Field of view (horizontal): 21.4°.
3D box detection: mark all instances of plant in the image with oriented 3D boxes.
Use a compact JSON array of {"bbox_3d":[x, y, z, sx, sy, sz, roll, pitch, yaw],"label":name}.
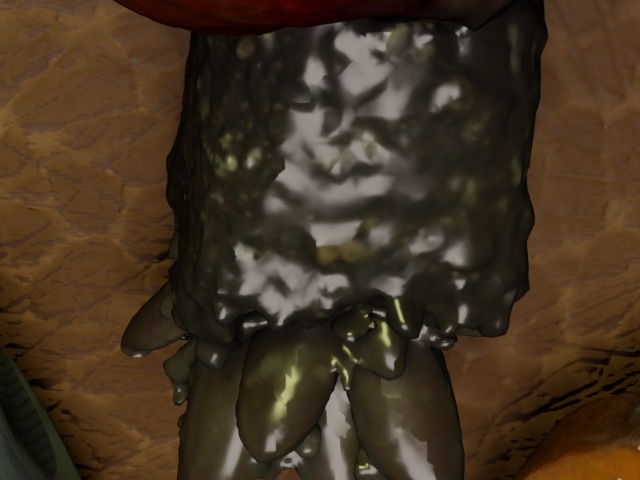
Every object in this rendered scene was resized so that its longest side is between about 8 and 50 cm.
[{"bbox_3d":[0.000,0.000,0.815,0.194,0.181,0.321,4,122,-3],"label":"plant"}]

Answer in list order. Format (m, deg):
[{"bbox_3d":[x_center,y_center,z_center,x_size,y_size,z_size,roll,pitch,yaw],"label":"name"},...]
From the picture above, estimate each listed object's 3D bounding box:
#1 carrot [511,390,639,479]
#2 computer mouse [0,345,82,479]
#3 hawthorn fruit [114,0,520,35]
[{"bbox_3d":[0.215,0.217,0.972,0.258,0.100,0.307,2,128,27],"label":"carrot"},{"bbox_3d":[-0.218,0.136,0.973,0.167,0.090,0.379,-7,133,12],"label":"computer mouse"},{"bbox_3d":[-0.009,-0.207,0.586,0.311,0.295,0.295,45,121,10],"label":"hawthorn fruit"}]
